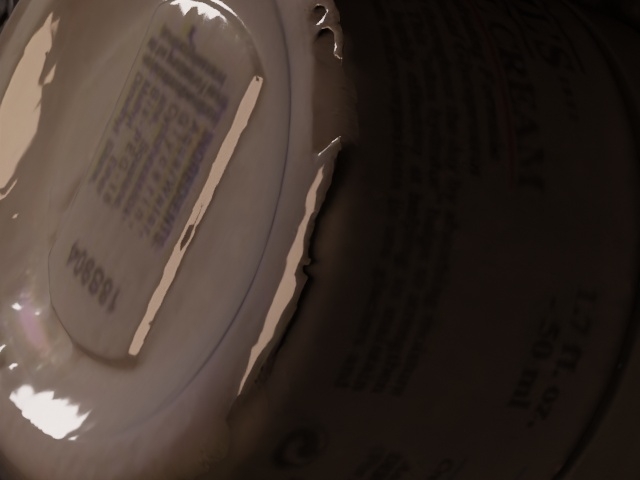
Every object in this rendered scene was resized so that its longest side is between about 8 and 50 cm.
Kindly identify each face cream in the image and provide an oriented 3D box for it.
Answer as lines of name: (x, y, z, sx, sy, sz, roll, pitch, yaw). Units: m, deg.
face cream: (0.000, 0.000, 0.508, 0.177, 0.153, 0.177, -15, 69, 46)
